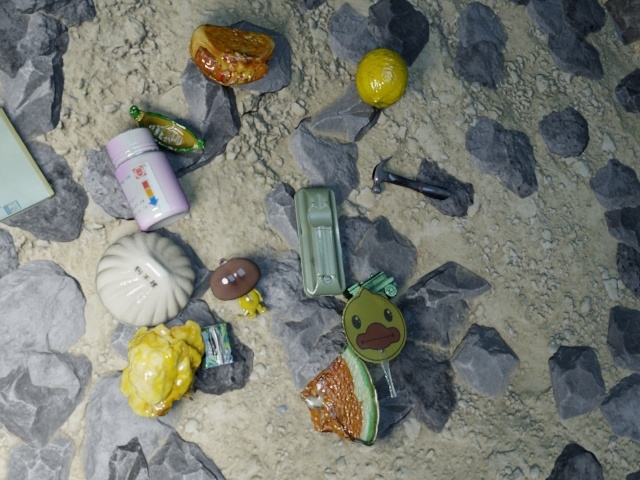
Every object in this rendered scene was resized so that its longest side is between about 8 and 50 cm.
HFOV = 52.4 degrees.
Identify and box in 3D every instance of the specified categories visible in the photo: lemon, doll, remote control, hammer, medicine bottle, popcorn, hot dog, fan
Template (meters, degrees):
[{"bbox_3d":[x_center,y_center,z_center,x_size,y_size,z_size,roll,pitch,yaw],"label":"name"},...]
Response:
[{"bbox_3d":[0.203,-0.536,2.145,0.180,0.181,0.193,17,41,-20],"label":"lemon"},{"bbox_3d":[-0.233,0.135,1.820,0.145,0.096,0.188,-10,106,-11],"label":"doll"},{"bbox_3d":[0.000,0.000,1.964,0.128,0.065,0.335,-3,77,-15],"label":"remote control"},{"bbox_3d":[0.306,-0.193,2.176,0.289,0.037,0.137,13,73,-20],"label":"hammer"},{"bbox_3d":[-0.467,-0.164,1.755,0.152,0.152,0.255,-24,85,-28],"label":"medicine bottle"},{"bbox_3d":[-0.396,0.318,1.635,0.191,0.190,0.254,13,74,-12],"label":"popcorn"},{"bbox_3d":[-0.262,-0.549,1.959,0.256,0.150,0.153,2,66,-24],"label":"hot dog"},{"bbox_3d":[0.171,0.292,1.893,0.229,0.011,0.335,-8,77,-35],"label":"fan"}]

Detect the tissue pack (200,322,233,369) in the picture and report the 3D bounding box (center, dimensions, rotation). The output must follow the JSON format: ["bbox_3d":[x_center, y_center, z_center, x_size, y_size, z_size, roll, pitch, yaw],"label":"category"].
[{"bbox_3d":[-0.286,0.284,1.752,0.085,0.079,0.111,-8,79,-27],"label":"tissue pack"}]

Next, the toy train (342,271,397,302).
[{"bbox_3d":[0.158,0.160,1.996,0.170,0.071,0.111,-31,83,-28],"label":"toy train"}]

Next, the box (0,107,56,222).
[{"bbox_3d":[-0.835,-0.183,1.653,0.211,0.045,0.270,-34,92,-28],"label":"box"}]

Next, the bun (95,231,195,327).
[{"bbox_3d":[-0.444,0.091,1.684,0.263,0.175,0.263,7,72,-21],"label":"bun"}]

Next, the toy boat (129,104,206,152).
[{"bbox_3d":[-0.436,-0.309,1.843,0.229,0.088,0.089,23,68,-18],"label":"toy boat"}]

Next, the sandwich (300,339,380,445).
[{"bbox_3d":[0.062,0.455,1.853,0.212,0.109,0.292,-28,86,-21],"label":"sandwich"}]
